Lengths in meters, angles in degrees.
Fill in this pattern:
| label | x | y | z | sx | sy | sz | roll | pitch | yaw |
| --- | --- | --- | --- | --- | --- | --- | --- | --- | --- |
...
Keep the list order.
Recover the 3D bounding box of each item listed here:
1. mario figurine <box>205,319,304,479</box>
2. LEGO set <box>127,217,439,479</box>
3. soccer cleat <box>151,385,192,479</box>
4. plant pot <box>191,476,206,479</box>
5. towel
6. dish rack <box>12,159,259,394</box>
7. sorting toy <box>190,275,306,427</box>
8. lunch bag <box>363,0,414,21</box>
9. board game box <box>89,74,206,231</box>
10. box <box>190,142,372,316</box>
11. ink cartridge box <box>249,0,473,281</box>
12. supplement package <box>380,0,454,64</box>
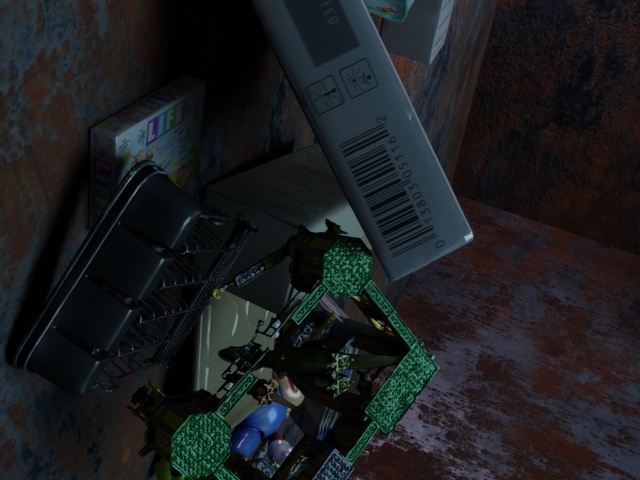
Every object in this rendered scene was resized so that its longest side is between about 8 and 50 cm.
| label | x | y | z | sx | sy | sz | roll | pitch | yaw |
| --- | --- | --- | --- | --- | --- | --- | --- | --- | --- |
| mario figurine | -0.073 | 0.247 | 1.267 | 0.320 | 0.170 | 0.198 | -43 | 148 | -60 |
| LEGO set | -0.052 | 0.144 | 0.843 | 0.255 | 0.192 | 0.331 | 42 | 73 | -30 |
| soccer cleat | -0.169 | 0.261 | 1.096 | 0.060 | 0.072 | 0.179 | 58 | 53 | -74 |
| plant pot | -0.156 | 0.495 | 1.204 | 0.227 | 0.207 | 0.228 | 68 | 42 | -70 |
| towel | -0.019 | 0.225 | 1.457 | 0.034 | 0.209 | 0.285 | -6 | 124 | -33 |
| dish rack | -0.155 | 0.041 | 0.762 | 0.208 | 0.074 | 0.271 | -56 | 172 | 4 |
| sorting toy | -0.100 | 0.126 | 1.122 | 0.307 | 0.041 | 0.229 | -27 | 121 | -62 |
| lunch bag | 0.073 | -0.406 | 0.913 | 0.262 | 0.160 | 0.223 | 13 | 98 | -83 |
| board game box | -0.158 | -0.081 | 0.733 | 0.154 | 0.026 | 0.103 | -52 | 157 | -54 |
| box | -0.023 | -0.029 | 1.047 | 0.311 | 0.148 | 0.121 | -32 | 142 | -59 |
| ink cartridge box | 0.020 | -0.142 | 0.829 | 0.091 | 0.308 | 0.385 | -27 | -172 | 1 |
| supplement package | 0.182 | -0.432 | 1.434 | 0.105 | 0.105 | 0.179 | -56 | 161 | -47 |
